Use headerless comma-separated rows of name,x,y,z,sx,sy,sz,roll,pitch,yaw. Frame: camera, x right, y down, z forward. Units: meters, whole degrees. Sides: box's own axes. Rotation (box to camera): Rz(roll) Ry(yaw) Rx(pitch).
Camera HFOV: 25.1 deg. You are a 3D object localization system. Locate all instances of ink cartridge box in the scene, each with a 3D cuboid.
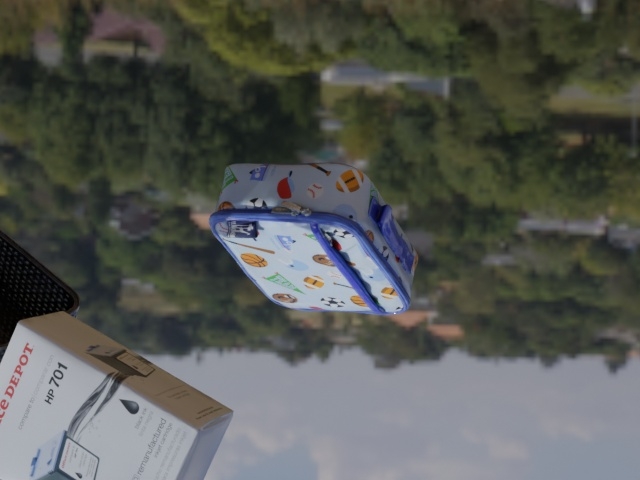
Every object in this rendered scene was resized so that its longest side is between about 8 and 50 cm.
ink cartridge box,-0.193,0.167,1.243,0.191,0.139,0.082,28,-167,14

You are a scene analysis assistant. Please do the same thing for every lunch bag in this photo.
lunch bag,0.000,0.000,1.968,0.243,0.114,0.303,4,154,26

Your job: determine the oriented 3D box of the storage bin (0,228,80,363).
storage bin,-0.337,0.063,1.406,0.180,0.084,0.122,37,-139,21
